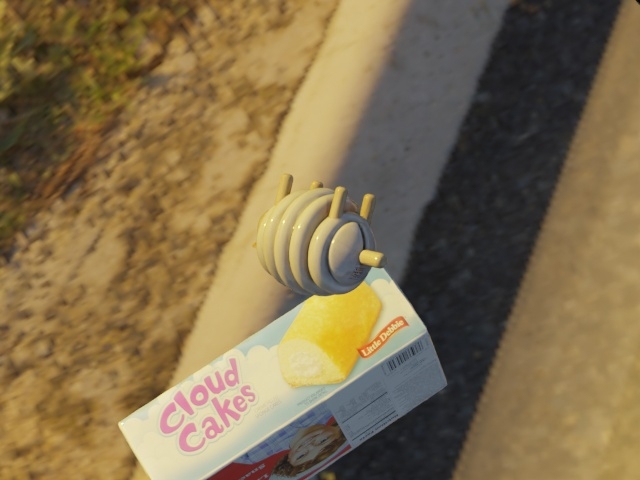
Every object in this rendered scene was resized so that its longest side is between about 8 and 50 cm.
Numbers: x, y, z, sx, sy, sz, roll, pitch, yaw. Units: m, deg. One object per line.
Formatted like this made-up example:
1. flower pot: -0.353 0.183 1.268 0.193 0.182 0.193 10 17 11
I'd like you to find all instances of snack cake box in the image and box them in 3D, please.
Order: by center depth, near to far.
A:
1. snack cake box: -0.027 0.143 1.580 0.264 0.152 0.089 -33 67 -4

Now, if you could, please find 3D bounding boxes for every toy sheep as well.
1. toy sheep: 0.000 0.000 1.372 0.091 0.132 0.091 -11 107 -38

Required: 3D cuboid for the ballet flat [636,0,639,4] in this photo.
1. ballet flat: 0.235 -0.158 1.236 0.058 0.084 0.250 -50 133 -4
